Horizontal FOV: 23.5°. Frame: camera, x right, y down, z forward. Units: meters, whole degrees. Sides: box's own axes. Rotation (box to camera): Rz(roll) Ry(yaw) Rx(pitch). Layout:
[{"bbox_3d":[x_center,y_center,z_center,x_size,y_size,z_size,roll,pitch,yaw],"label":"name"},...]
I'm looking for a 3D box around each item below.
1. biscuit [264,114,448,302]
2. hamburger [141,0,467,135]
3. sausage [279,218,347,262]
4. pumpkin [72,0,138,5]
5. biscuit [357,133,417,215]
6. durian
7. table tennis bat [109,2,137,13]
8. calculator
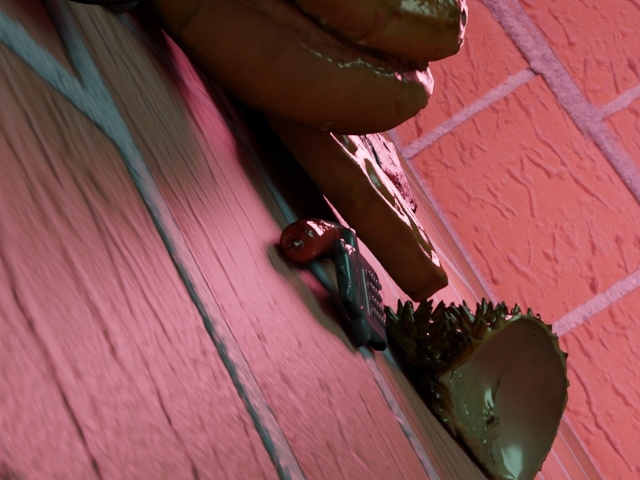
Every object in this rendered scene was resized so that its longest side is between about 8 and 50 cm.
[{"bbox_3d":[0.011,-0.080,1.438,0.351,0.057,0.312,49,3,-41],"label":"biscuit"},{"bbox_3d":[-0.028,-0.212,1.228,0.314,0.170,0.290,20,28,-42],"label":"hamburger"},{"bbox_3d":[0.000,0.000,1.205,0.034,0.034,0.253,57,7,5],"label":"sausage"},{"bbox_3d":[-0.135,-0.237,0.844,0.223,0.157,0.224,164,-90,-89],"label":"pumpkin"},{"bbox_3d":[0.078,-0.080,2.000,0.235,0.063,0.151,32,36,-84],"label":"biscuit"},{"bbox_3d":[0.149,0.128,1.404,0.252,0.144,0.139,57,26,-47],"label":"durian"},{"bbox_3d":[-0.192,-0.262,1.060,0.237,0.038,0.149,61,7,-2],"label":"table tennis bat"},{"bbox_3d":[0.031,0.039,1.187,0.141,0.019,0.094,49,32,-69],"label":"calculator"}]
